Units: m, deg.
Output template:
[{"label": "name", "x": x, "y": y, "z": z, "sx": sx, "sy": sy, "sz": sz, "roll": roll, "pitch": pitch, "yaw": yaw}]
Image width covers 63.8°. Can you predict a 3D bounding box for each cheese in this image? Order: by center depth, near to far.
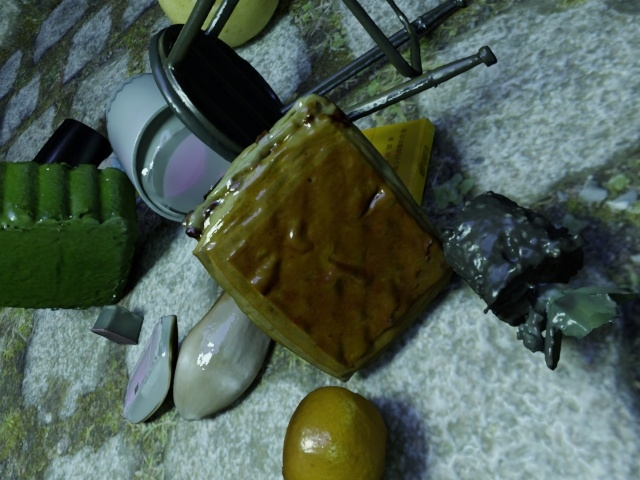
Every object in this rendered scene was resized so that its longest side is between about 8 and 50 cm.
[{"label": "cheese", "x": -0.560, "y": -0.145, "z": 1.370, "sx": 0.135, "sy": 0.052, "sz": 0.245, "roll": -43, "pitch": 47, "yaw": 20}]

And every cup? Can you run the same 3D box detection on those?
[{"label": "cup", "x": -0.310, "y": -0.218, "z": 1.081, "sx": 0.253, "sy": 0.253, "sz": 0.371, "roll": -53, "pitch": 44, "yaw": 2}, {"label": "cup", "x": -0.736, "y": -0.243, "z": 1.491, "sx": 0.239, "sy": 0.166, "sz": 0.177, "roll": 11, "pitch": 71, "yaw": 40}]

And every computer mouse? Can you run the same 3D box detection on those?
[{"label": "computer mouse", "x": -0.301, "y": 0.236, "z": 0.933, "sx": 0.245, "sy": 0.056, "sz": 0.126, "roll": -54, "pitch": 30, "yaw": 33}]

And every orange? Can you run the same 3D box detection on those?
[{"label": "orange", "x": 0.022, "y": 0.262, "z": 0.643, "sx": 0.134, "sy": 0.156, "sz": 0.157, "roll": 22, "pitch": 81, "yaw": 22}]

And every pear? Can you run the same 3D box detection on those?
[{"label": "pear", "x": -0.248, "y": -0.619, "z": 1.230, "sx": 0.309, "sy": 0.309, "sz": 0.309, "roll": -18, "pitch": 57, "yaw": 30}]

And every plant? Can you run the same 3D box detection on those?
[{"label": "plant", "x": 0.240, "y": 0.041, "z": 0.595, "sx": 0.203, "sy": 0.131, "sz": 0.142, "roll": 40, "pitch": 92, "yaw": 31}]

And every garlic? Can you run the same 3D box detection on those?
[{"label": "garlic", "x": -0.154, "y": 0.153, "z": 0.877, "sx": 0.143, "sy": 0.112, "sz": 0.318, "roll": 4, "pitch": 58, "yaw": 42}]

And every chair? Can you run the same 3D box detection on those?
[{"label": "chair", "x": -0.026, "y": -0.337, "z": 0.810, "sx": 0.410, "sy": 0.364, "sz": 0.362, "roll": -35, "pitch": 25, "yaw": 28}]

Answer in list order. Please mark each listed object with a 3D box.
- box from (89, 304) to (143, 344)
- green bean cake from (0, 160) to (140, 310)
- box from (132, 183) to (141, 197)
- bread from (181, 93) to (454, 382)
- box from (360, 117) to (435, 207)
[{"label": "box", "x": -0.422, "y": 0.176, "z": 1.075, "sx": 0.060, "sy": 0.084, "sz": 0.063, "roll": -6, "pitch": 58, "yaw": 36}, {"label": "green bean cake", "x": -0.556, "y": -0.014, "z": 1.080, "sx": 0.319, "sy": 0.334, "sz": 0.218, "roll": -56, "pitch": 44, "yaw": 39}, {"label": "box", "x": -0.420, "y": -0.140, "z": 1.283, "sx": 0.156, "sy": 0.022, "sz": 0.089, "roll": 26, "pitch": 86, "yaw": 44}, {"label": "bread", "x": 0.000, "y": 0.000, "z": 0.726, "sx": 0.277, "sy": 0.324, "sz": 0.167, "roll": -46, "pitch": 12, "yaw": 0}, {"label": "box", "x": 0.057, "y": -0.121, "z": 0.886, "sx": 0.269, "sy": 0.043, "sz": 0.153, "roll": -3, "pitch": 62, "yaw": 36}]
